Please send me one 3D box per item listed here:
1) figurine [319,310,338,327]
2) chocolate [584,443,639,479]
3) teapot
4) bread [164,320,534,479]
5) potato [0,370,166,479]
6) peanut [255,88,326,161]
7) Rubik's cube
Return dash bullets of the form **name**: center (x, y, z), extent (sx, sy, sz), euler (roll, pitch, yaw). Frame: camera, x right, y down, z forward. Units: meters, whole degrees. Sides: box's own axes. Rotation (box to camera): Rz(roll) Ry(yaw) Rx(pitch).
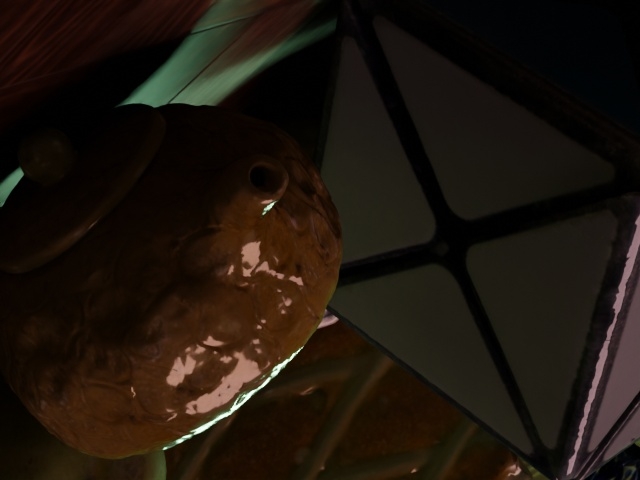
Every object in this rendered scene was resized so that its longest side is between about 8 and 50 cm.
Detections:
- **figurine**: center (-0.002, -0.002, 1.551), extent (0.237, 0.162, 0.141), euler (-33, -144, 2)
- **chocolate**: center (0.186, 0.332, 1.788), extent (0.343, 0.126, 0.148), euler (-41, 163, -24)
- **teapot**: center (-0.111, 0.002, 1.058), extent (0.311, 0.167, 0.203), euler (-11, -142, 49)
- **bread**: center (-0.042, 0.192, 1.766), extent (0.390, 0.371, 0.279), euler (-38, 177, 6)
- **potato**: center (-0.218, 0.142, 1.269), extent (0.218, 0.202, 0.351), euler (-5, -170, -11)
- **peanut**: center (0.011, -0.057, 1.384), extent (0.236, 0.120, 0.110), euler (-23, 133, -34)
- **Rubik's cube**: center (0.160, -0.044, 1.228), extent (0.260, 0.259, 0.254), euler (-25, 140, -37)
